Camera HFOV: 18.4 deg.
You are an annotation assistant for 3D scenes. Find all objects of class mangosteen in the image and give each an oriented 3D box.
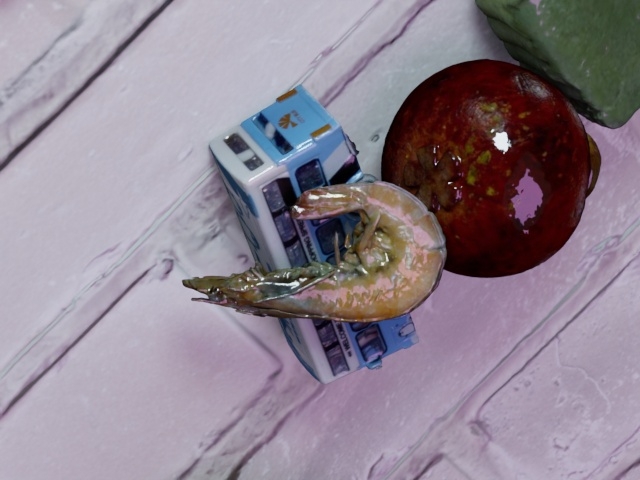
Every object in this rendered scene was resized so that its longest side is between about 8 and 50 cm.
[{"bbox_3d":[0.180,-0.072,1.961,0.257,0.215,0.215,-9,126,-55],"label":"mangosteen"}]

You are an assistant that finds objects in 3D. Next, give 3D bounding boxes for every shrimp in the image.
[{"bbox_3d":[-0.005,0.014,1.858,0.251,0.052,0.143,-6,112,-12],"label":"shrimp"}]

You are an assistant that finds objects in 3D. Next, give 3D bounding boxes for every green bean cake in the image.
[{"bbox_3d":[0.277,-0.253,1.944,0.222,0.125,0.227,-45,132,-6],"label":"green bean cake"}]

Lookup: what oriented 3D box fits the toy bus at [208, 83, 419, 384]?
[{"bbox_3d":[0.000,0.000,1.945,0.131,0.106,0.297,-29,130,-11],"label":"toy bus"}]
